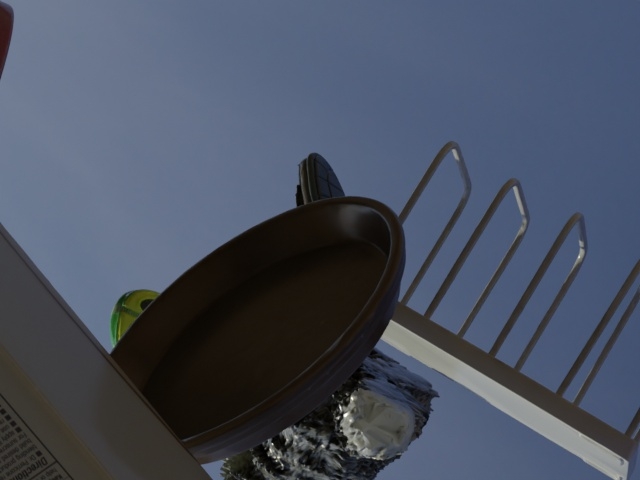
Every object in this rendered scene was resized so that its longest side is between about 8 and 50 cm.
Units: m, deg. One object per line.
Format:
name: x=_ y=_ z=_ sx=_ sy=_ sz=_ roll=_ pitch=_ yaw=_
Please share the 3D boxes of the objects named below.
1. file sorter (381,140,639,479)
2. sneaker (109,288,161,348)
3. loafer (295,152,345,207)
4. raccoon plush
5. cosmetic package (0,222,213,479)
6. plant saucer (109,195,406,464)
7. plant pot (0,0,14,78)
file sorter: x=0.193 y=0.064 z=1.261 sx=0.278 sy=0.193 sz=0.173 roll=31 pitch=-96 yaw=17
sneaker: x=-0.191 y=0.134 z=1.610 sx=0.123 sy=0.295 sz=0.109 roll=25 pitch=-108 yaw=20
loafer: x=0.000 y=0.000 z=1.999 sx=0.084 sy=0.096 sz=0.267 roll=-30 pitch=-122 yaw=23
raccoon plush: x=-0.030 y=0.261 z=1.628 sx=0.216 sy=0.446 sz=0.299 roll=29 pitch=-86 yaw=7
cosmetic package: x=-0.203 y=0.111 z=0.818 sx=0.160 sy=0.309 sz=0.113 roll=-33 pitch=-166 yaw=14
plant saucer: x=-0.051 y=0.070 z=1.054 sx=0.278 sy=0.041 sz=0.278 roll=-29 pitch=-156 yaw=14
plant pot: x=-0.398 y=-0.154 z=1.285 sx=0.201 sy=0.180 sz=0.201 roll=-49 pitch=-150 yaw=42
